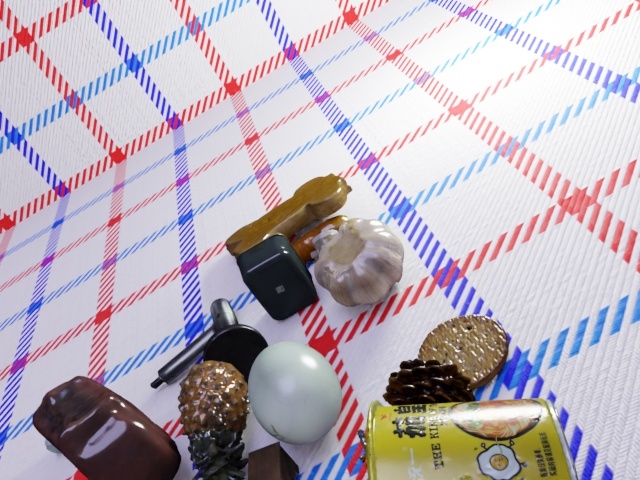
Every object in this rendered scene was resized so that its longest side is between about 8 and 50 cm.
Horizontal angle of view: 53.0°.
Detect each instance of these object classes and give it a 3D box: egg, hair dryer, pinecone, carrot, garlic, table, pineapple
[{"bbox_3d":[-0.057,0.302,1.307,0.183,0.183,0.264,-36,26,-6],"label":"egg"},{"bbox_3d":[-0.278,0.304,1.612,0.284,0.155,0.320,-59,23,-4],"label":"hair dryer"},{"bbox_3d":[0.182,0.299,1.127,0.163,0.163,0.165,-5,39,36],"label":"pinecone"},{"bbox_3d":[0.000,0.000,1.756,0.193,0.087,0.087,-30,32,3],"label":"carrot"},{"bbox_3d":[0.100,0.057,1.529,0.227,0.152,0.228,-14,53,19],"label":"garlic"},{"bbox_3d":[-0.088,0.451,1.225,0.070,0.082,0.083,-25,33,12],"label":"table"},{"bbox_3d":[-0.219,0.418,1.330,0.169,0.169,0.340,-25,40,11],"label":"pineapple"}]

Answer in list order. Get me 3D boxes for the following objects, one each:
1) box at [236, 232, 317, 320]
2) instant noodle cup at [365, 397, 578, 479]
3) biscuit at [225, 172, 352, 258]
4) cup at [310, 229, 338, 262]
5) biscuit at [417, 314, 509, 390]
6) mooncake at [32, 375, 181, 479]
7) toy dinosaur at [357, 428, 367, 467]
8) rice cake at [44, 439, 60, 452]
[{"bbox_3d":[-0.105,0.097,1.609,0.144,0.201,0.090,-29,36,3],"label":"box"},{"bbox_3d":[0.223,0.364,0.894,0.254,0.326,0.326,-13,36,11],"label":"instant noodle cup"},{"bbox_3d":[-0.087,-0.057,1.873,0.394,0.076,0.368,-36,17,-9],"label":"biscuit"},{"bbox_3d":[0.018,0.039,1.666,0.102,0.074,0.099,-30,68,17],"label":"cup"},{"bbox_3d":[0.282,0.222,1.270,0.187,0.027,0.188,-24,33,16],"label":"biscuit"},{"bbox_3d":[-0.455,0.423,1.373,0.174,0.334,0.326,-47,-5,-24],"label":"mooncake"},{"bbox_3d":[0.105,0.397,1.164,0.055,0.049,0.154,-39,38,-5],"label":"toy dinosaur"},{"bbox_3d":[-0.614,0.492,1.636,0.206,0.063,0.069,-18,37,23],"label":"rice cake"}]
